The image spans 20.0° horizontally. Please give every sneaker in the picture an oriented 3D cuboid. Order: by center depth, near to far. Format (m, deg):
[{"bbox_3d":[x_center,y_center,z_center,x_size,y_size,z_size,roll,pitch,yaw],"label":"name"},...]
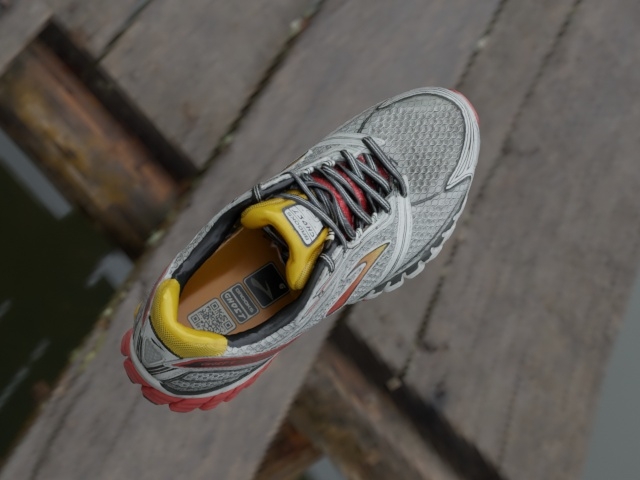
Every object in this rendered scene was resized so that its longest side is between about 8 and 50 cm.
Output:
[{"bbox_3d":[0.000,0.000,0.916,0.225,0.093,0.088,-42,83,-19],"label":"sneaker"}]
